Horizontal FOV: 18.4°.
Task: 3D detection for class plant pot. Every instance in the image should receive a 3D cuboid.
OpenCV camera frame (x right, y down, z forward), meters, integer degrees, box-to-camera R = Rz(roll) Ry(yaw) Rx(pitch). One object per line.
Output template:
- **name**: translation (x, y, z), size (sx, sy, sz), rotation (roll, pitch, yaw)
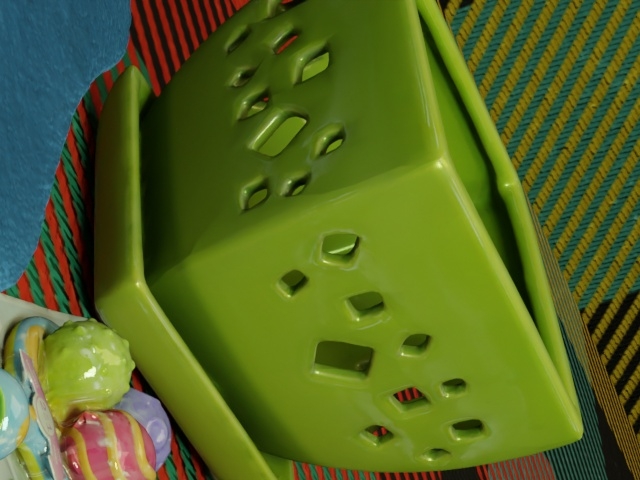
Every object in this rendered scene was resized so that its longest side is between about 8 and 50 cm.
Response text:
- **plant pot**: translation (0.000, 0.000, 1.093), size (0.227, 0.207, 0.228), rotation (-98, 162, -50)

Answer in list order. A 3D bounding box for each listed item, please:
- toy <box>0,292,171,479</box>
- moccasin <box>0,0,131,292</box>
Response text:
- **toy**: translation (-0.108, 0.082, 0.891), size (0.237, 0.056, 0.137), rotation (24, 49, -72)
- **moccasin**: translation (-0.163, -0.085, 0.788), size (0.342, 0.117, 0.137), rotation (-76, 144, -60)
